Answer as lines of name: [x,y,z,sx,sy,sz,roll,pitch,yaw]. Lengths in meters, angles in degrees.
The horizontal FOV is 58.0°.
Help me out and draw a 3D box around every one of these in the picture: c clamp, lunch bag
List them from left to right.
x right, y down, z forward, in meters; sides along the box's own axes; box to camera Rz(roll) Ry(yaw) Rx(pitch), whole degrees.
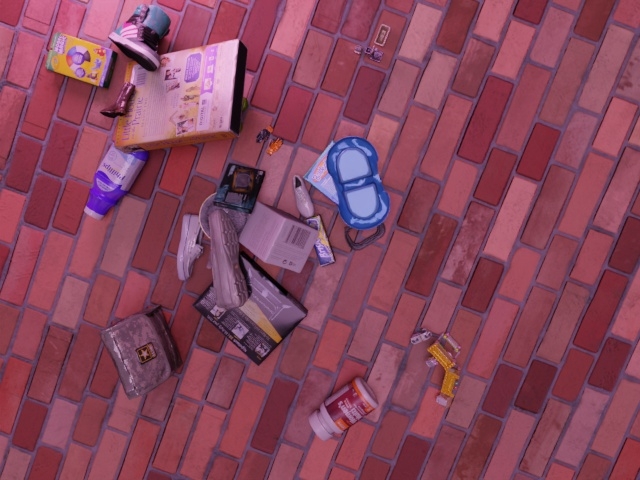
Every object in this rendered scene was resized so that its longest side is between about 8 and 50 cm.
lunch bag: [-0.581,0.357,1.864,0.169,0.287,0.235,-21,94,4]
c clamp: [0.144,-0.048,1.929,0.161,0.022,0.137,-37,103,5]

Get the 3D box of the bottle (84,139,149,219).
bottle: [-0.682,-0.203,1.907,0.118,0.092,0.283,34,96,3]

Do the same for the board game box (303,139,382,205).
board game box: [0.072,-0.203,1.903,0.210,0.047,0.160,39,96,-3]

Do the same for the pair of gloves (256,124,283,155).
pair of gloves: [-0.169,-0.333,1.917,0.074,0.010,0.083,-44,92,6]

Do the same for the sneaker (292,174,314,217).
sneaker: [-0.063,-0.145,1.888,0.054,0.061,0.152,-21,77,3]

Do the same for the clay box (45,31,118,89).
clay box: [-0.793,-0.592,1.892,0.222,0.053,0.127,18,96,-1]

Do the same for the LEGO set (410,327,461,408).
LEGO set: [0.423,0.418,1.947,0.132,0.107,0.287,-18,101,38]

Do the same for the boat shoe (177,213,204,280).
boat shoe: [-0.428,0.025,1.926,0.076,0.083,0.226,5,95,3]

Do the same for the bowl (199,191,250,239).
bowl: [-0.309,-0.078,1.913,0.170,0.080,0.170,0,95,2]

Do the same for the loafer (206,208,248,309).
loafer: [-0.316,0.062,1.834,0.111,0.112,0.319,-10,89,21]

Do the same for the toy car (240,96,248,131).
toy car: [-0.350,-0.430,1.851,0.188,0.155,0.149,17,96,10]

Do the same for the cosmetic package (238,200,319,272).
cosmetic package: [-0.134,-0.012,1.838,0.151,0.184,0.151,21,97,-40]

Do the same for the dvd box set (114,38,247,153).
dvd box set: [-0.431,-0.437,1.774,0.420,0.062,0.307,-4,73,22]

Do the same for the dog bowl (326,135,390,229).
dog bowl: [0.119,-0.183,1.843,0.166,0.074,0.297,-16,96,3]

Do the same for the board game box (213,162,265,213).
board game box: [-0.260,-0.170,1.865,0.126,0.186,0.026,13,138,1]

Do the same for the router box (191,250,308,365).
router box: [-0.234,0.227,1.940,0.309,0.081,0.243,44,95,-2]

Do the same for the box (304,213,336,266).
box: [0.000,0.000,1.920,0.054,0.059,0.169,-19,95,6]

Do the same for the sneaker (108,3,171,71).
sneaker: [-0.533,-0.639,1.799,0.178,0.124,0.295,-48,49,-4]

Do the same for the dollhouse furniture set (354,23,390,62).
dollhouse furniture set: [0.170,-0.643,1.838,0.091,0.081,0.114,22,96,0]

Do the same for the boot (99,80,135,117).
boot: [-0.633,-0.443,1.808,0.106,0.037,0.114,4,73,25]

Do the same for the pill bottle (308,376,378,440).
pill bottle: [0.076,0.570,1.944,0.221,0.121,0.121,-38,93,5]
